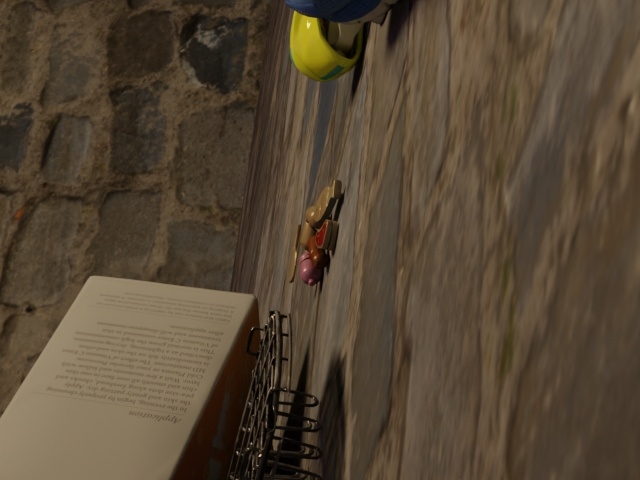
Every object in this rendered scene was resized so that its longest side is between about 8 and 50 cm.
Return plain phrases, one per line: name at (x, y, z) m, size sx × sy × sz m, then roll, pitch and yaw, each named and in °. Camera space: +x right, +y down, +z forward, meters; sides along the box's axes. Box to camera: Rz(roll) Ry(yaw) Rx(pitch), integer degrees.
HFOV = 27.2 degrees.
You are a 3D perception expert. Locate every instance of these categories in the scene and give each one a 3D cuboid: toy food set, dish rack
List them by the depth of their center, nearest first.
dish rack at (-0.040, 0.195, 0.975) m, size 0.208 × 0.074 × 0.271 m, roll -97°, pitch 19°, yaw -66°
toy food set at (0.000, 0.000, 1.152) m, size 0.122 × 0.019 × 0.078 m, roll 140°, pitch 140°, yaw -69°

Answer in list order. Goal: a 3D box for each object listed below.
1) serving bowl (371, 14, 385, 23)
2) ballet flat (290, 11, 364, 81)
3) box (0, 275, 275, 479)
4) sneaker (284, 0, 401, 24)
serving bowl at (0.042, -0.214, 1.043) m, size 0.083 × 0.027 × 0.083 m, roll -170°, pitch 90°, yaw -85°
ballet flat at (0.022, -0.253, 1.156) m, size 0.077 × 0.077 × 0.231 m, roll 1°, pitch 83°, yaw 63°
box at (-0.171, 0.222, 1.128) m, size 0.345 × 0.168 × 0.215 m, roll -67°, pitch -21°, yaw -50°
sneaker at (0.000, -0.250, 0.860) m, size 0.330 × 0.147 × 0.130 m, roll 112°, pitch 157°, yaw -68°
